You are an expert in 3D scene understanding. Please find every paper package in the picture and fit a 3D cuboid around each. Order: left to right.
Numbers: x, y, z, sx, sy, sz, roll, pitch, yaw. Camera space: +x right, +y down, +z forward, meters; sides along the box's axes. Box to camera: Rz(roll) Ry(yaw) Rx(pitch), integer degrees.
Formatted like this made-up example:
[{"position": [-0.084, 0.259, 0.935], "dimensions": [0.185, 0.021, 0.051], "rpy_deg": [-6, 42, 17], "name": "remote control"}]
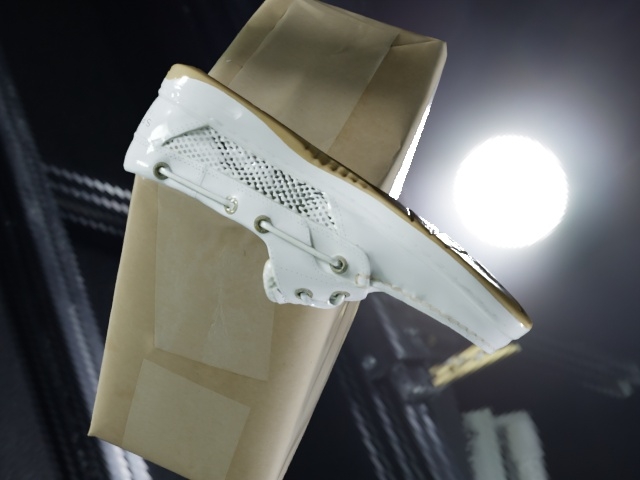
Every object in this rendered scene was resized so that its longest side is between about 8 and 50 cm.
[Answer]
[{"position": [-0.041, 0.003, 1.101], "dimensions": [0.168, 0.325, 0.309], "rpy_deg": [22, -139, 6], "name": "paper package"}]

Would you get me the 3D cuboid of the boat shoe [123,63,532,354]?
[{"position": [0.000, 0.000, 0.833], "dimensions": [0.277, 0.096, 0.098], "rpy_deg": [34, -177, 10], "name": "boat shoe"}]
